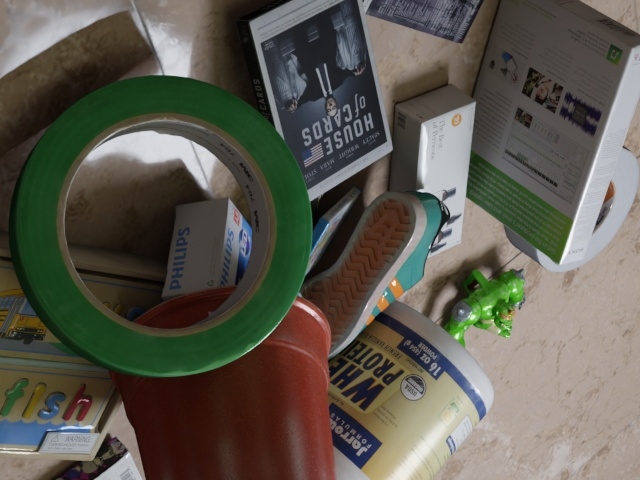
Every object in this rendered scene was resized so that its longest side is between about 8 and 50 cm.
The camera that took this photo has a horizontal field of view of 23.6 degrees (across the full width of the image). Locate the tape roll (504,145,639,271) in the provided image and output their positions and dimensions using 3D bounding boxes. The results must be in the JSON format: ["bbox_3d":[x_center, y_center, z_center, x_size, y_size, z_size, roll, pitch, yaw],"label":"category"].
[{"bbox_3d":[0.382,-0.062,2.325,0.219,0.072,0.219,-26,136,-28],"label":"tape roll"}]

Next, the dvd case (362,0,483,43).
[{"bbox_3d":[0.142,-0.340,1.908,0.221,0.018,0.165,7,115,-48],"label":"dvd case"}]

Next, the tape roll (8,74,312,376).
[{"bbox_3d":[-0.170,-0.014,1.652,0.321,0.077,0.321,2,83,-18],"label":"tape roll"}]

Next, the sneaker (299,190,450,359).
[{"bbox_3d":[0.069,0.056,2.049,0.121,0.108,0.302,-2,138,-51],"label":"sneaker"}]

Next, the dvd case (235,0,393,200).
[{"bbox_3d":[-0.003,-0.179,1.809,0.179,0.029,0.239,-33,120,-35],"label":"dvd case"}]

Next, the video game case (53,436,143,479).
[{"bbox_3d":[-0.313,0.393,2.019,0.210,0.042,0.232,-36,139,-17],"label":"video game case"}]

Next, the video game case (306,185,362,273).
[{"bbox_3d":[0.000,0.000,1.959,0.119,0.015,0.166,-59,175,22],"label":"video game case"}]

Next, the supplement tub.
[{"bbox_3d":[0.062,0.261,2.116,0.316,0.228,0.228,-48,142,-15],"label":"supplement tub"}]

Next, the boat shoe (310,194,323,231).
[{"bbox_3d":[-0.015,-0.095,1.897,0.073,0.080,0.224,-23,129,-24],"label":"boat shoe"}]

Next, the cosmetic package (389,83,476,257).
[{"bbox_3d":[0.149,-0.086,2.083,0.099,0.060,0.239,-25,135,-30],"label":"cosmetic package"}]

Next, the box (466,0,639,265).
[{"bbox_3d":[0.299,-0.161,2.034,0.058,0.232,0.322,-10,127,-39],"label":"box"}]

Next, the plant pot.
[{"bbox_3d":[-0.097,0.238,1.770,0.272,0.265,0.272,-8,143,-6],"label":"plant pot"}]

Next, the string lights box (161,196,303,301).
[{"bbox_3d":[-0.102,0.074,1.897,0.260,0.076,0.133,56,33,-51],"label":"string lights box"}]

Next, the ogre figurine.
[{"bbox_3d":[0.242,0.107,2.310,0.197,0.097,0.118,-12,147,-20],"label":"ogre figurine"}]

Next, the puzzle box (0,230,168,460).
[{"bbox_3d":[-0.366,0.121,1.742,0.409,0.052,0.272,11,111,-48],"label":"puzzle box"}]
